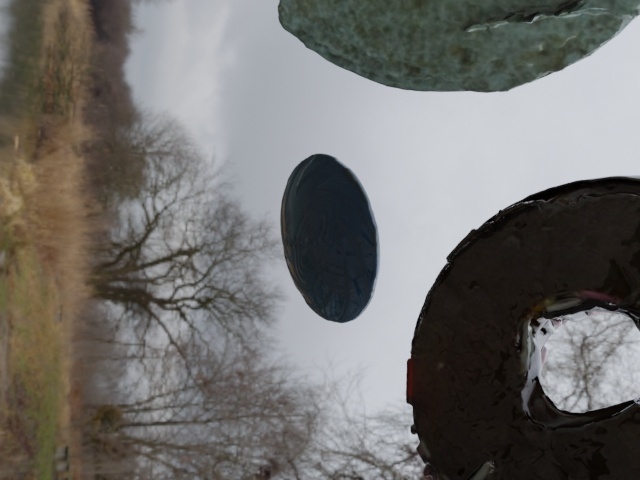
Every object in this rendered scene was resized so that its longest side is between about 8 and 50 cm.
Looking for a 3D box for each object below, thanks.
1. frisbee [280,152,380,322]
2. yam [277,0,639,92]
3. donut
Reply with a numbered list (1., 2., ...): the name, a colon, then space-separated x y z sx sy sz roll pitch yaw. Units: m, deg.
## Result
1. frisbee: -0.004 0.000 1.100 0.289 0.049 0.290 23 -62 53
2. yam: 0.121 -0.228 0.346 0.202 0.201 0.271 96 19 -57
3. donut: 0.209 0.118 0.589 0.259 0.136 0.345 -11 -123 37
